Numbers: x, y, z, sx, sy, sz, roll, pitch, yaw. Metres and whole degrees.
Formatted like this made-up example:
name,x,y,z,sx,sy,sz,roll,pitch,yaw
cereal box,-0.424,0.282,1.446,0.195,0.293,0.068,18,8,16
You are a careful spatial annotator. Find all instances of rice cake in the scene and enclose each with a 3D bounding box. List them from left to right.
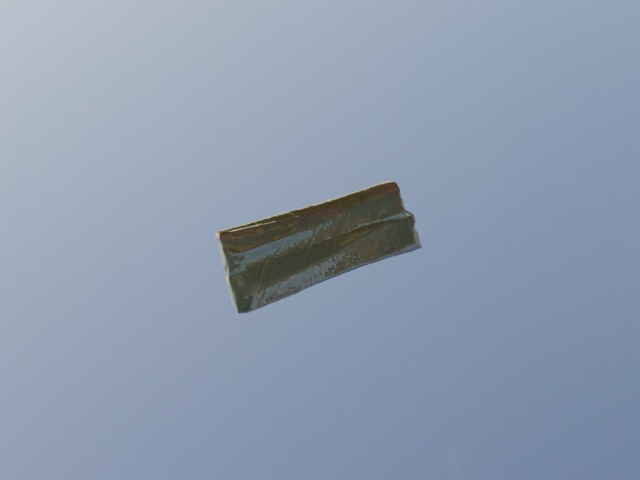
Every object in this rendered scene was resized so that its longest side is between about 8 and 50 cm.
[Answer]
name,x,y,z,sx,sy,sz,roll,pitch,yaw
rice cake,0.001,0.001,1.073,0.221,0.080,0.042,-19,-173,-31
